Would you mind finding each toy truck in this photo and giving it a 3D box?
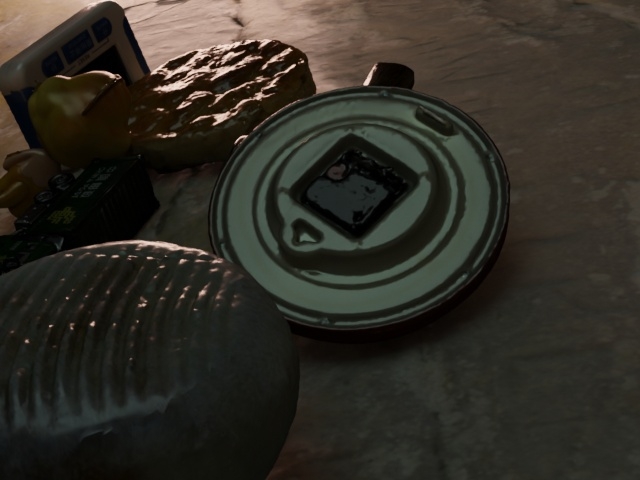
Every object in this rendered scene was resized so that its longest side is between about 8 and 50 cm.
[{"bbox_3d":[-0.314,-0.007,1.496,0.121,0.088,0.259,-2,32,24],"label":"toy truck"}]

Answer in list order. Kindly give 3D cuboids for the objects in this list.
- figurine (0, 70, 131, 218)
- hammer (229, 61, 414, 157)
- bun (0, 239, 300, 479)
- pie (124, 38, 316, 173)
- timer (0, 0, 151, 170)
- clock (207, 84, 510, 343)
[{"bbox_3d":[-0.347,-0.132,1.623,0.246,0.156,0.131,-48,10,15],"label":"figurine"},{"bbox_3d":[0.056,-0.135,1.531,0.242,0.095,0.409,3,27,15],"label":"hammer"},{"bbox_3d":[-0.185,0.148,1.038,0.361,0.211,0.362,-11,26,6],"label":"bun"},{"bbox_3d":[-0.158,-0.196,1.746,0.339,0.083,0.339,-15,30,9],"label":"pie"},{"bbox_3d":[-0.362,-0.232,1.807,0.078,0.178,0.253,-2,32,34],"label":"timer"},{"bbox_3d":[0.038,-0.038,1.260,0.318,0.080,0.319,-4,56,5],"label":"clock"}]
